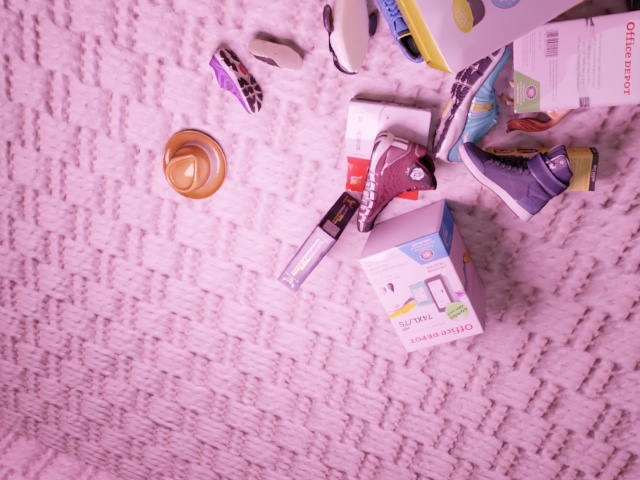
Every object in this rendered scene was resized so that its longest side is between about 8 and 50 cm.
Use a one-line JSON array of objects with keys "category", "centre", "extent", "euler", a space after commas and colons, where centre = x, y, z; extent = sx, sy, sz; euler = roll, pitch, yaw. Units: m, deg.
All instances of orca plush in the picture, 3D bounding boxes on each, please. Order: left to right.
[{"category": "orca plush", "centre": [0.027, -0.495, 1.168], "extent": [0.102, 0.151, 0.287], "euler": [11, 127, 47]}]

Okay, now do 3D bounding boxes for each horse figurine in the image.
[{"category": "horse figurine", "centre": [0.483, -0.326, 1.137], "extent": [0.174, 0.066, 0.263], "euler": [27, 118, 9]}]

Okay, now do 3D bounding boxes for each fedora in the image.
[{"category": "fedora", "centre": [-0.339, -0.185, 1.437], "extent": [0.194, 0.079, 0.194], "euler": [6, 116, 13]}]

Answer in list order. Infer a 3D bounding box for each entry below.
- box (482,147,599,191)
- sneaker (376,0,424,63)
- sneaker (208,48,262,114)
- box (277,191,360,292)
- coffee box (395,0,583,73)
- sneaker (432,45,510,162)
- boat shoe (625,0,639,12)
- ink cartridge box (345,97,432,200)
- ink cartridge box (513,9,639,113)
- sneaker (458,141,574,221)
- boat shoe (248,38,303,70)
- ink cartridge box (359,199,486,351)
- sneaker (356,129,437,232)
[{"category": "box", "centre": [0.478, -0.157, 1.225], "extent": [0.232, 0.058, 0.087], "euler": [1, 115, 15]}, {"category": "sneaker", "centre": [0.166, -0.465, 1.152], "extent": [0.069, 0.082, 0.209], "euler": [-24, 105, 27]}, {"category": "sneaker", "centre": [-0.201, -0.371, 1.326], "extent": [0.071, 0.068, 0.170], "euler": [-29, 96, 42]}, {"category": "box", "centre": [0.000, 0.000, 1.341], "extent": [0.059, 0.233, 0.183], "euler": [38, 119, -1]}, {"category": "coffee box", "centre": [0.266, -0.510, 0.920], "extent": [0.334, 0.338, 0.338], "euler": [-28, 105, 13]}, {"category": "sneaker", "centre": [0.333, -0.292, 1.195], "extent": [0.110, 0.107, 0.275], "euler": [12, 125, -12]}, {"category": "boat shoe", "centre": [0.623, -0.415, 1.029], "extent": [0.080, 0.073, 0.224], "euler": [-18, 97, 29]}, {"category": "ink cartridge box", "centre": [0.150, -0.205, 1.301], "extent": [0.189, 0.066, 0.232], "euler": [10, 114, 12]}, {"category": "ink cartridge box", "centre": [0.481, -0.329, 1.045], "extent": [0.219, 0.092, 0.160], "euler": [2, 106, 26]}, {"category": "sneaker", "centre": [0.412, -0.163, 1.152], "extent": [0.226, 0.086, 0.163], "euler": [38, 126, -10]}, {"category": "boat shoe", "centre": [-0.099, -0.422, 1.274], "extent": [0.133, 0.042, 0.049], "euler": [22, 94, 4]}, {"category": "ink cartridge box", "centre": [0.252, 0.085, 1.330], "extent": [0.198, 0.197, 0.270], "euler": [-21, 108, 25]}, {"category": "sneaker", "centre": [0.179, -0.111, 1.288], "extent": [0.162, 0.106, 0.281], "euler": [13, 136, 3]}]
